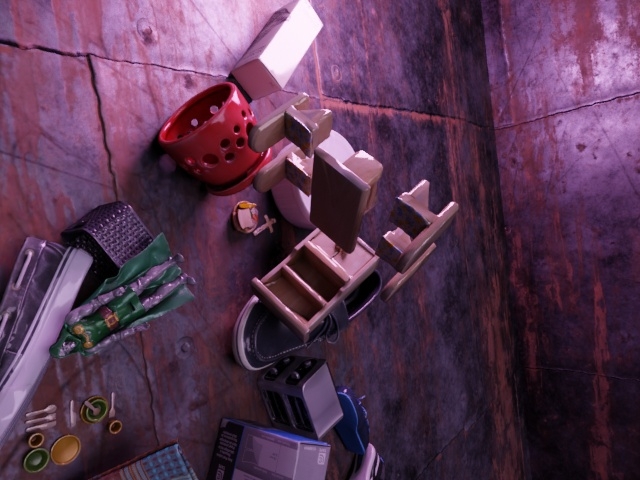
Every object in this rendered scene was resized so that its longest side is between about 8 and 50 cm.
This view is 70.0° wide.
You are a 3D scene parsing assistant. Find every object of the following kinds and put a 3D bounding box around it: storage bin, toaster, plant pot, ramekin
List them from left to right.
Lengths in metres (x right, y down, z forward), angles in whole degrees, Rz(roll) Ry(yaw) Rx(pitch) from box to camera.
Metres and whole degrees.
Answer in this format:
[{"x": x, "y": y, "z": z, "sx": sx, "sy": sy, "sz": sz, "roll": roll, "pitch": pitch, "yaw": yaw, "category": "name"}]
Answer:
[{"x": -0.348, "y": 0.030, "z": 0.809, "sx": 0.084, "sy": 0.122, "sz": 0.180, "roll": -50, "pitch": 123, "yaw": -39, "category": "storage bin"}, {"x": -0.205, "y": -0.199, "z": 0.947, "sx": 0.174, "sy": 0.191, "sz": 0.191, "roll": 52, "pitch": 51, "yaw": -36, "category": "plant pot"}, {"x": -0.046, "y": 0.377, "z": 1.099, "sx": 0.110, "sy": 0.168, "sz": 0.186, "roll": -30, "pitch": 108, "yaw": -44, "category": "toaster"}, {"x": -0.014, "y": -0.151, "z": 1.212, "sx": 0.272, "sy": 0.127, "sz": 0.273, "roll": 5, "pitch": 83, "yaw": -50, "category": "ramekin"}]

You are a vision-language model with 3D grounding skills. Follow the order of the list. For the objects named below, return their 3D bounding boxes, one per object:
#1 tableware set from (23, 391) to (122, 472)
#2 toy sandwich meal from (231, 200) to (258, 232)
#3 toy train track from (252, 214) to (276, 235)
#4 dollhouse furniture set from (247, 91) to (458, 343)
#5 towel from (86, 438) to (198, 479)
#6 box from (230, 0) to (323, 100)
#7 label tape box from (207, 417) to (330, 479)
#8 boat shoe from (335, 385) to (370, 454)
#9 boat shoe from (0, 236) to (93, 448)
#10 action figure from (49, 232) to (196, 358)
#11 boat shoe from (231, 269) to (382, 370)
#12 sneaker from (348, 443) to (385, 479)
[{"x": -0.417, "y": 0.325, "z": 0.777, "sx": 0.154, "sy": 0.024, "sz": 0.104, "roll": 3, "pitch": 85, "yaw": -50, "category": "tableware set"}, {"x": -0.175, "y": -0.056, "z": 1.088, "sx": 0.085, "sy": 0.029, "sz": 0.086, "roll": 6, "pitch": 82, "yaw": -49, "category": "toy sandwich meal"}, {"x": -0.137, "y": -0.035, "z": 1.143, "sx": 0.083, "sy": 0.014, "sz": 0.048, "roll": -38, "pitch": 115, "yaw": -44, "category": "toy train track"}, {"x": 0.000, "y": 0.000, "z": 0.904, "sx": 0.256, "sy": 0.362, "sz": 0.394, "roll": -42, "pitch": 161, "yaw": -23, "category": "dollhouse furniture set"}, {"x": -0.298, "y": 0.551, "z": 0.780, "sx": 0.271, "sy": 0.040, "sz": 0.370, "roll": -22, "pitch": 105, "yaw": -14, "category": "towel"}, {"x": -0.104, "y": -0.485, "z": 1.151, "sx": 0.094, "sy": 0.113, "sz": 0.275, "roll": 48, "pitch": 52, "yaw": -35, "category": "box"}, {"x": -0.130, "y": 0.558, "z": 0.923, "sx": 0.106, "sy": 0.240, "sz": 0.334, "roll": 30, "pitch": 64, "yaw": -44, "category": "label tape box"}, {"x": 0.083, "y": 0.496, "z": 1.304, "sx": 0.089, "sy": 0.109, "sz": 0.258, "roll": -52, "pitch": 141, "yaw": -47, "category": "boat shoe"}, {"x": -0.466, "y": 0.154, "z": 0.687, "sx": 0.119, "sy": 0.121, "sz": 0.335, "roll": 23, "pitch": 63, "yaw": -21, "category": "boat shoe"}, {"x": -0.309, "y": 0.105, "z": 0.717, "sx": 0.232, "sy": 0.063, "sz": 0.137, "roll": -39, "pitch": 120, "yaw": -34, "category": "action figure"}, {"x": -0.014, "y": 0.167, "z": 1.164, "sx": 0.500, "sy": 0.156, "sz": 0.187, "roll": -23, "pitch": 106, "yaw": -46, "category": "boat shoe"}, {"x": 0.136, "y": 0.725, "z": 1.340, "sx": 0.121, "sy": 0.079, "sz": 0.217, "roll": 53, "pitch": 49, "yaw": -30, "category": "sneaker"}]
